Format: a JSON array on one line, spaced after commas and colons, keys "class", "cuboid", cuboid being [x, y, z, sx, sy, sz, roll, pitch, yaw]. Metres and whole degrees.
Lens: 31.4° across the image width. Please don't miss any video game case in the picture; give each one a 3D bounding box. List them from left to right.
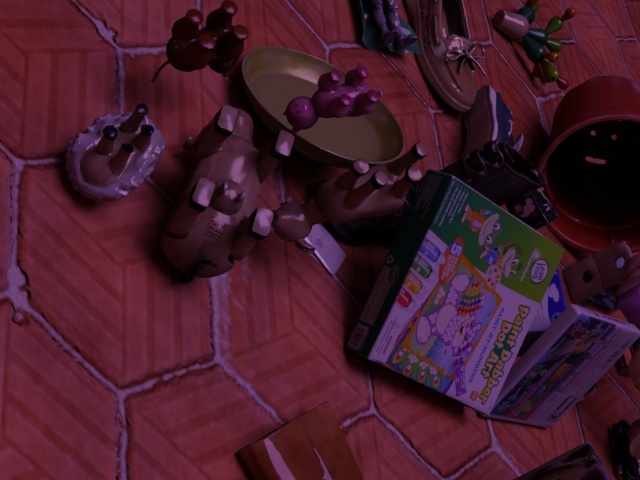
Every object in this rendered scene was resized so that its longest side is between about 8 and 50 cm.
[{"class": "video game case", "cuboid": [0.334, 0.180, 1.592, 0.183, 0.201, 0.023, 18, 29, -46]}]

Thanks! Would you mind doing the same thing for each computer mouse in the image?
[{"class": "computer mouse", "cuboid": [0.539, 0.375, 1.846, 0.193, 0.042, 0.106, 36, 39, -31]}]

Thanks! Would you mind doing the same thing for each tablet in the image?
[{"class": "tablet", "cuboid": [0.000, 0.000, 1.455, 0.083, 0.006, 0.054, 51, 34, -12]}]

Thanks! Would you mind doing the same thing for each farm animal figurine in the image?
[{"class": "farm animal figurine", "cuboid": [-0.078, -0.077, 1.268, 0.330, 0.172, 0.327, 39, 55, -7]}]

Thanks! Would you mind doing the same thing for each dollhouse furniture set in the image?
[{"class": "dollhouse furniture set", "cuboid": [0.523, 0.117, 1.943, 0.129, 0.129, 0.184, 16, 53, -46]}]

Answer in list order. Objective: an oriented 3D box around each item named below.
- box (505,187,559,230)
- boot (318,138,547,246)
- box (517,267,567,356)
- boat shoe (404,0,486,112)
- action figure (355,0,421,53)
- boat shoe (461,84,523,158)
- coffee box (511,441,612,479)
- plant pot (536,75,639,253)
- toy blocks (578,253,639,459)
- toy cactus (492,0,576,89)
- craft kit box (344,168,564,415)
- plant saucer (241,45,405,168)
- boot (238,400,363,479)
[{"class": "box", "cuboid": [0.354, -0.060, 1.925, 0.062, 0.052, 0.083, -25, 87, -57]}, {"class": "boot", "cuboid": [0.150, -0.074, 1.505, 0.263, 0.229, 0.091, 13, 55, -48]}, {"class": "box", "cuboid": [0.274, 0.094, 1.617, 0.072, 0.137, 0.126, 80, 5, -56]}, {"class": "boat shoe", "cuboid": [0.214, -0.352, 1.928, 0.104, 0.089, 0.285, 10, 57, -50]}, {"class": "action figure", "cuboid": [0.087, -0.412, 1.840, 0.137, 0.063, 0.232, 6, 57, -47]}, {"class": "boat shoe", "cuboid": [0.281, -0.159, 1.874, 0.079, 0.095, 0.255, 33, 32, -18]}, {"class": "coffee box", "cuboid": [0.277, 0.347, 1.312, 0.119, 0.168, 0.297, 61, 8, 2]}, {"class": "plant pot", "cuboid": [0.521, -0.157, 2.056, 0.272, 0.272, 0.265, 48, 27, -18]}, {"class": "toy blocks", "cuboid": [0.553, 0.152, 1.814, 0.289, 0.309, 0.260, 56, 27, -5]}, {"class": "toy cactus", "cuboid": [0.423, -0.410, 2.256, 0.180, 0.112, 0.219, 17, 60, -34]}, {"class": "craft kit box", "cuboid": [0.178, 0.072, 1.463, 0.246, 0.061, 0.250, 28, 85, -41]}, {"class": "plant saucer", "cuboid": [-0.001, -0.167, 1.492, 0.240, 0.037, 0.241, 23, 33, -15]}, {"class": "boot", "cuboid": [0.053, 0.311, 1.247, 0.264, 0.096, 0.280, -13, 68, -48]}]
